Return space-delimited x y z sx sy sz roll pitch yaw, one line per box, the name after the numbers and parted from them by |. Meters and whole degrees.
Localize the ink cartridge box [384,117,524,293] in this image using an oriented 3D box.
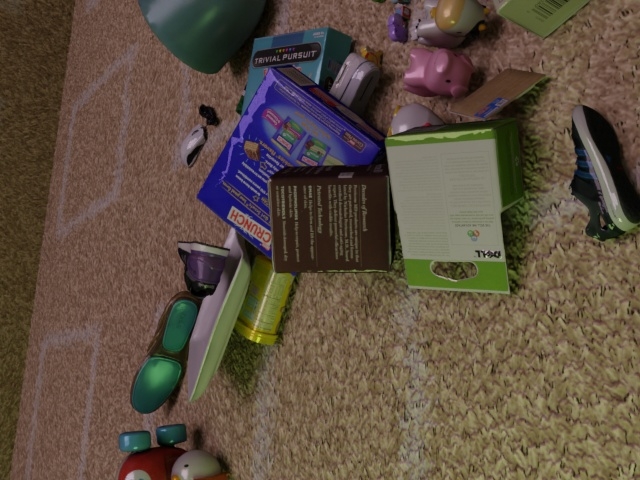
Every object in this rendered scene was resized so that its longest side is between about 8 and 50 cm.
0.219 -0.054 1.212 0.189 0.097 0.255 1 107 36 | ink cartridge box

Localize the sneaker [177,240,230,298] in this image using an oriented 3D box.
-0.289 0.069 1.778 0.283 0.107 0.124 176 107 -75 | sneaker

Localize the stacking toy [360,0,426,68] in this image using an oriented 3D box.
0.151 -0.457 1.503 0.167 0.052 0.221 -12 69 52 | stacking toy

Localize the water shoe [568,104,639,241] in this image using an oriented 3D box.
0.374 -0.096 1.063 0.080 0.073 0.203 -39 49 44 | water shoe

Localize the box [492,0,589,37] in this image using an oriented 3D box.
0.326 -0.496 1.215 0.148 0.121 0.311 -38 51 41 | box

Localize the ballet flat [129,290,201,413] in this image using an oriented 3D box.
-0.403 0.281 1.987 0.124 0.116 0.342 -130 59 -72 | ballet flat

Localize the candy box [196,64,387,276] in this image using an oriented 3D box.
-0.055 -0.138 1.504 0.268 0.122 0.317 39 113 9 | candy box

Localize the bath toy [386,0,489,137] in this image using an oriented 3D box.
0.215 -0.303 1.315 0.151 0.129 0.348 14 -88 -81 | bath toy

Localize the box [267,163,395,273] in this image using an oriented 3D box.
0.025 -0.041 1.332 0.168 0.203 0.167 -58 -33 -76 | box

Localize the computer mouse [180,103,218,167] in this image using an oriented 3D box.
-0.353 -0.289 2.147 0.193 0.042 0.106 -57 41 26 | computer mouse

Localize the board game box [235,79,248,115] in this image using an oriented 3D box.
-0.126 -0.335 1.864 0.260 0.030 0.136 42 115 51 | board game box

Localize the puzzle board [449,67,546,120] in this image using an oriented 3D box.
0.282 -0.232 1.216 0.128 0.011 0.096 -37 29 -10 | puzzle board

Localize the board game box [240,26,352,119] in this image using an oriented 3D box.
-0.071 -0.287 1.693 0.254 0.079 0.336 7 87 47 | board game box

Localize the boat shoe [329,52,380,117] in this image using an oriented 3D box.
0.043 -0.273 1.550 0.076 0.083 0.226 47 118 28 | boat shoe

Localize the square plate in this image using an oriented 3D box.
-0.229 0.151 1.747 0.344 0.049 0.347 -120 50 -73 | square plate

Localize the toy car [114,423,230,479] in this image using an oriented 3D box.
-0.316 0.531 1.713 0.238 0.210 0.219 -13 79 38 | toy car

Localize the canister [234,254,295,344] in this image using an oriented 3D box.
-0.122 0.127 1.670 0.126 0.073 0.169 25 98 56 | canister

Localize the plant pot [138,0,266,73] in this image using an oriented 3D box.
-0.282 -0.619 1.964 0.235 0.293 0.293 -34 52 27 | plant pot
